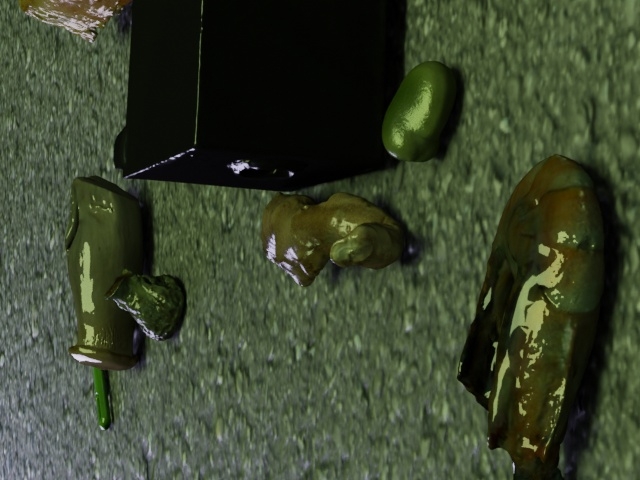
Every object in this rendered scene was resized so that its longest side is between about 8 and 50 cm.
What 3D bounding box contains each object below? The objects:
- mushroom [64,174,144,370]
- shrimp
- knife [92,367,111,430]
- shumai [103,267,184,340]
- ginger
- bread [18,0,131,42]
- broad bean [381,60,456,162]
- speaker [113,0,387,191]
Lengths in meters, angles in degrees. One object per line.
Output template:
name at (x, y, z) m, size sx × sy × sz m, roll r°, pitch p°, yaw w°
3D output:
mushroom at (-0.255, 0.031, 1.982) m, size 0.108 × 0.096 × 0.247 m, roll -15°, pitch 73°, yaw 38°
shrimp at (0.135, 0.065, 1.155) m, size 0.145 × 0.059 × 0.254 m, roll -151°, pitch 69°, yaw -67°
knife at (-0.285, 0.150, 2.113) m, size 0.054 × 0.015 × 0.212 m, roll 122°, pitch 144°, yaw -46°
shumai at (-0.201, 0.070, 1.866) m, size 0.083 × 0.080 × 0.082 m, roll -12°, pitch 76°, yaw 63°
ginger at (0.000, 0.000, 1.452) m, size 0.288 × 0.075 × 0.089 m, roll -167°, pitch 85°, yaw -69°
bread at (-0.283, -0.367, 2.069) m, size 0.250 × 0.133 × 0.179 m, roll 131°, pitch 138°, yaw -51°
broad bean at (0.079, -0.103, 1.330) m, size 0.063 × 0.045 × 0.083 m, roll 40°, pitch 114°, yaw 60°
speaker at (-0.062, -0.164, 1.486) m, size 0.254 × 0.184 × 0.232 m, roll 167°, pitch 106°, yaw -67°
